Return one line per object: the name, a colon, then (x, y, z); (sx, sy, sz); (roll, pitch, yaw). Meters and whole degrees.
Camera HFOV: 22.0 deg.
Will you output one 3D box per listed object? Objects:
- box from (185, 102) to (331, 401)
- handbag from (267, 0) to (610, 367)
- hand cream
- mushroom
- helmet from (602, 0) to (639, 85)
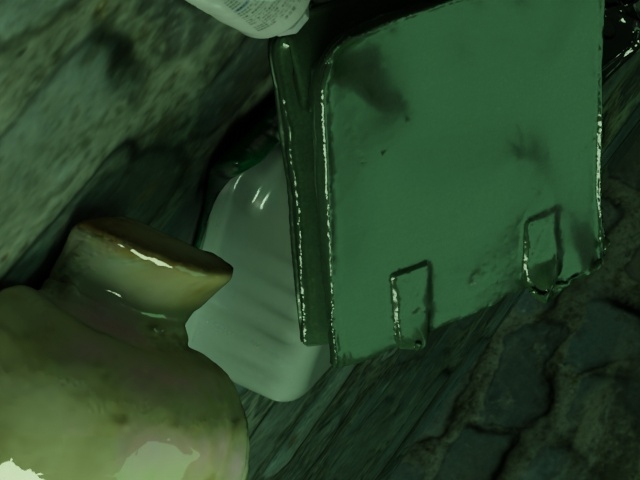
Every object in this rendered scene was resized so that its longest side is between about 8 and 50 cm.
box: (0.000, 0.000, 1.294); (0.264, 0.106, 0.336); (-45, 162, -39)
handbag: (0.088, -0.057, 1.146); (0.247, 0.079, 0.260); (-21, 119, -29)
hand cream: (-0.044, -0.154, 0.913); (0.084, 0.053, 0.142); (-56, 152, -2)
mushroom: (-0.135, 0.117, 0.968); (0.236, 0.162, 0.173); (-61, 168, 12)
helmet: (0.253, -0.220, 1.676); (0.153, 0.107, 0.177); (-48, 146, -20)
